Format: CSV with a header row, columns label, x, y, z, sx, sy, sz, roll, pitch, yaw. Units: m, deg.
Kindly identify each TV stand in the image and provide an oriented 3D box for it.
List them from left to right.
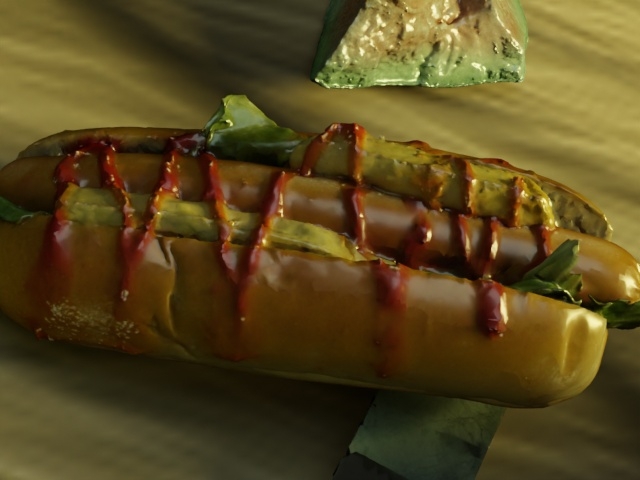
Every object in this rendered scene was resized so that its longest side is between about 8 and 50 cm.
label,x,y,z,sx,sy,sz,roll,pitch,yaw
TV stand,0.022,0.100,0.549,0.049,0.040,0.256,28,55,3

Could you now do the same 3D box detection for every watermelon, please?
label,x,y,z,sx,sy,sz,roll,pitch,yaw
watermelon,0.058,-0.129,0.693,0.101,0.080,0.155,20,39,-16

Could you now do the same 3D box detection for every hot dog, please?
label,x,y,z,sx,sy,sz,roll,pitch,yaw
hot dog,0.000,0.000,0.553,0.250,0.076,0.104,8,48,8
